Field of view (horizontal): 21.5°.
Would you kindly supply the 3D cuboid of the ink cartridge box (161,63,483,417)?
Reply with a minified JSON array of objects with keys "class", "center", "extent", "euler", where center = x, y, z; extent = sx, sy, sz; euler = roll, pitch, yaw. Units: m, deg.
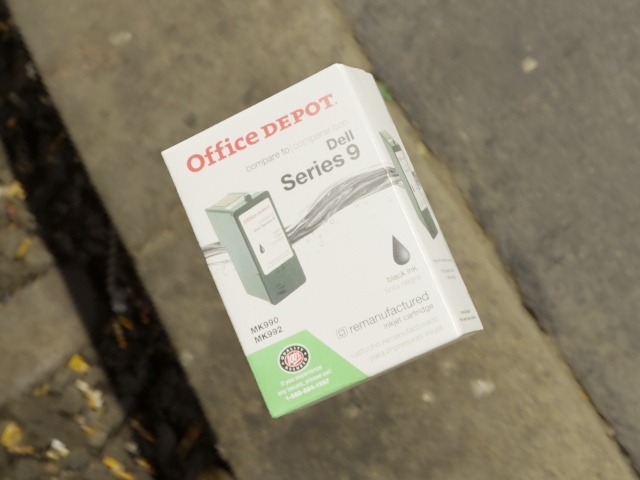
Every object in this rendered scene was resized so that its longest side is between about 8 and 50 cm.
[{"class":"ink cartridge box","center":[0.000,0.000,1.651],"extent":[0.211,0.121,0.289],"euler":[-26,83,15]}]
